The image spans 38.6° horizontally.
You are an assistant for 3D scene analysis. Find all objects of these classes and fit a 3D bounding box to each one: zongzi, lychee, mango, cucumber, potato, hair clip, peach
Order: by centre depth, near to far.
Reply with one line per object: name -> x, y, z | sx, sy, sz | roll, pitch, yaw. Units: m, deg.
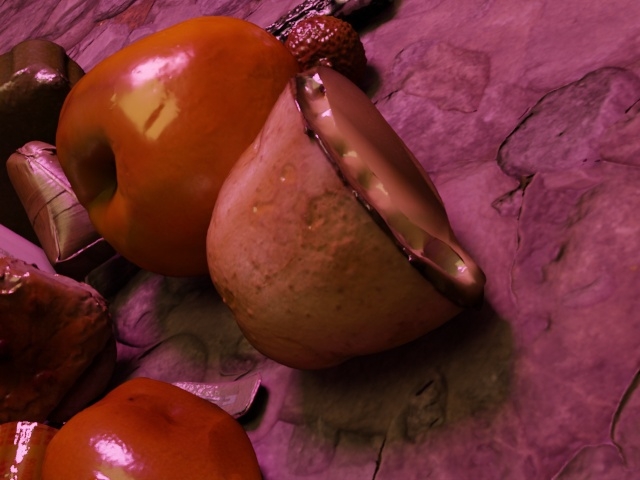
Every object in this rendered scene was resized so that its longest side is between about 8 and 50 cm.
mango -> -0.157, 0.233, 0.850 | 0.236, 0.166, 0.136 | 15, 107, 25
potato -> 0.000, 0.000, 0.880 | 0.242, 0.242, 0.285 | -37, 82, 7
hair clip -> -0.117, 0.170, 0.973 | 0.137, 0.022, 0.054 | -12, 46, 33
peach -> -0.137, -0.119, 1.075 | 0.307, 0.289, 0.289 | -28, 28, -35
lychee -> 0.003, -0.235, 1.187 | 0.114, 0.114, 0.146 | -33, 19, 12
zongzi -> -0.294, -0.075, 1.215 | 0.204, 0.094, 0.205 | -27, 74, -14
cucumber -> -0.005, -0.313, 1.298 | 0.265, 0.077, 0.077 | -28, 40, 18

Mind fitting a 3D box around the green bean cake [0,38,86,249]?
green bean cake -> -0.413, -0.140, 1.338 | 0.247, 0.250, 0.156 | -36, 39, 9

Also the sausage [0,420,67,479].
sausage -> -0.302, 0.337, 0.902 | 0.125, 0.117, 0.317 | -14, 47, 15

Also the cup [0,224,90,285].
cup -> -0.479, 0.060, 1.184 | 0.253, 0.274, 0.253 | -23, 42, 22

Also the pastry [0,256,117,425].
pastry -> -0.350, 0.117, 1.061 | 0.218, 0.229, 0.100 | -33, 10, -5
